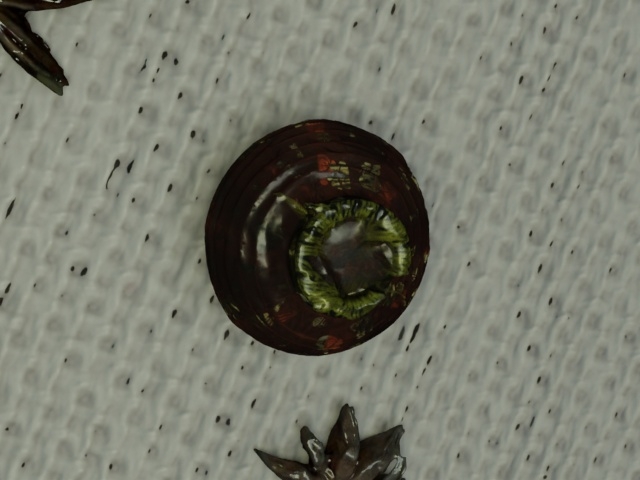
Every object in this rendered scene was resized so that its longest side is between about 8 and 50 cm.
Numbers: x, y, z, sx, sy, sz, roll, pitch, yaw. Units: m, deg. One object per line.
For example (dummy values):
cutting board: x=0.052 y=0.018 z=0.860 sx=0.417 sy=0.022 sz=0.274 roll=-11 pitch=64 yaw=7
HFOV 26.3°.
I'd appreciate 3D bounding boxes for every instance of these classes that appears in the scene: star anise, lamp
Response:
star anise: x=-0.336 y=-0.238 z=1.292 sx=0.288 sy=0.088 sz=0.288 roll=-5 pitch=114 yaw=-12
star anise: x=0.015 y=0.281 z=1.516 sx=0.182 sy=0.065 sz=0.195 roll=-10 pitch=107 yaw=-15
lamp: x=0.000 y=0.000 z=1.375 sx=0.247 sy=0.247 sz=0.247 roll=-3 pitch=101 yaw=-18
